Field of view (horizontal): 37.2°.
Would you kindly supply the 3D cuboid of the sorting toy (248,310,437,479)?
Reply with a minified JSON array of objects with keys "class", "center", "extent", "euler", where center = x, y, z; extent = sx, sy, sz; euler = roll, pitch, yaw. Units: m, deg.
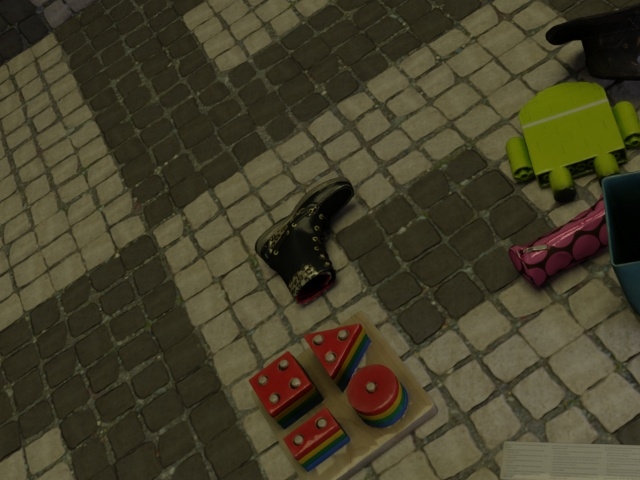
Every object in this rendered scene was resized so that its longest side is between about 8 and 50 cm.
[{"class":"sorting toy","center":[0.022,0.260,1.634],"extent":[0.255,0.089,0.257],"euler":[-36,46,-2]}]

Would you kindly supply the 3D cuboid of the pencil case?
[{"class":"pencil case","center":[0.428,-0.003,1.623],"extent":[0.209,0.098,0.095],"euler":[-32,46,1]}]

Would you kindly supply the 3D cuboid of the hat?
[{"class":"hat","center":[0.594,-0.362,1.766],"extent":[0.331,0.331,0.134],"euler":[-11,88,20]}]

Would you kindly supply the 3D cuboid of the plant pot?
[{"class":"plant pot","center":[0.538,0.022,1.450],"extent":[0.165,0.234,0.166],"euler":[-10,52,21]}]

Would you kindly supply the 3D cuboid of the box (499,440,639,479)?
[{"class":"box","center":[0.426,0.336,1.379],"extent":[0.324,0.063,0.067],"euler":[-5,52,25]}]

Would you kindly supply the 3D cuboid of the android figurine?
[{"class":"android figurine","center":[0.469,-0.196,1.781],"extent":[0.248,0.056,0.273],"euler":[-19,49,14]}]

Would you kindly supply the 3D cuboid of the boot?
[{"class":"boot","center":[0.000,0.001,1.856],"extent":[0.236,0.085,0.179],"euler":[-39,49,4]}]
